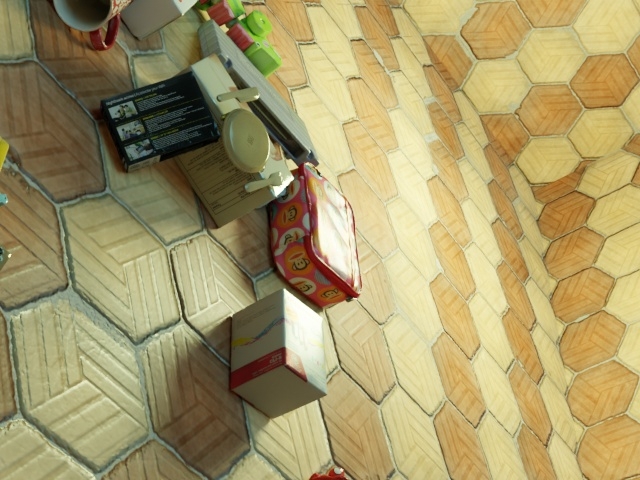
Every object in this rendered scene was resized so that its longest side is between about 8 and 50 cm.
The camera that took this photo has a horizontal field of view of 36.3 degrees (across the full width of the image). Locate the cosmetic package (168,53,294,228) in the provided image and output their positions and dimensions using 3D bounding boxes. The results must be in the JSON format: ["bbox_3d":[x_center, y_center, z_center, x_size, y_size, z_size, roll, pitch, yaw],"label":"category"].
[{"bbox_3d":[-0.202,-0.195,1.910,0.296,0.153,0.129,59,26,-10],"label":"cosmetic package"}]

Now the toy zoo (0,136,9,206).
[{"bbox_3d":[-0.544,-0.153,1.345,0.293,0.030,0.192,50,27,-25],"label":"toy zoo"}]

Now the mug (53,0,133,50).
[{"bbox_3d":[-0.421,-0.449,1.837,0.113,0.150,0.169,22,26,0],"label":"mug"}]

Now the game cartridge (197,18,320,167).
[{"bbox_3d":[-0.143,-0.324,2.205,0.355,0.068,0.230,46,9,-31],"label":"game cartridge"}]

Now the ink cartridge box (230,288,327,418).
[{"bbox_3d":[-0.076,0.204,1.770,0.128,0.127,0.176,41,31,-38],"label":"ink cartridge box"}]

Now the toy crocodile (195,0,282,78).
[{"bbox_3d":[-0.215,-0.524,2.268,0.340,0.115,0.105,55,31,-11],"label":"toy crocodile"}]

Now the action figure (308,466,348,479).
[{"bbox_3d":[0.025,0.470,1.694,0.091,0.139,0.280,58,22,-12],"label":"action figure"}]

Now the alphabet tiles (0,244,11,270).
[{"bbox_3d":[-0.511,-0.019,1.253,0.237,0.009,0.198,49,39,-27],"label":"alphabet tiles"}]

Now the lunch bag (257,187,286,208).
[{"bbox_3d":[-0.113,-0.112,2.090,0.053,0.071,0.083,42,32,-34],"label":"lunch bag"}]

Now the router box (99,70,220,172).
[{"bbox_3d":[-0.287,-0.213,1.751,0.133,0.179,0.046,66,-18,7],"label":"router box"}]

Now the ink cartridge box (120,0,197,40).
[{"bbox_3d":[-0.346,-0.570,2.040,0.211,0.122,0.289,56,25,-21],"label":"ink cartridge box"}]

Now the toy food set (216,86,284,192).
[{"bbox_3d":[-0.141,-0.183,1.812,0.132,0.039,0.192,-20,96,-51],"label":"toy food set"}]

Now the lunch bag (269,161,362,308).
[{"bbox_3d":[0.000,0.000,2.154,0.258,0.120,0.293,43,32,-43],"label":"lunch bag"}]
